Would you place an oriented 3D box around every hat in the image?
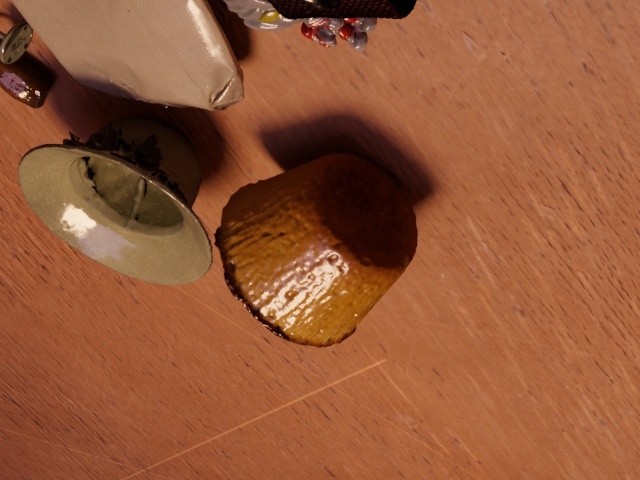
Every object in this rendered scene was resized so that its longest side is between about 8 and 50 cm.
[{"bbox_3d":[-0.221,-0.073,1.873,0.257,0.130,0.257,19,148,12],"label":"hat"}]

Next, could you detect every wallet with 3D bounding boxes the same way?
[{"bbox_3d":[-0.215,-0.246,1.678,0.335,0.068,0.275,9,142,39],"label":"wallet"}]

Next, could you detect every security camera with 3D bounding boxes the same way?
[{"bbox_3d":[-0.388,-0.250,1.825,0.092,0.058,0.058,33,152,15],"label":"security camera"}]

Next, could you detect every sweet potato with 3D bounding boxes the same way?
[{"bbox_3d":[-0.372,-0.203,1.872,0.117,0.049,0.049,36,149,-22],"label":"sweet potato"}]

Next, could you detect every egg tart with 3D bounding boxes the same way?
[{"bbox_3d":[0.000,0.000,1.762,0.215,0.215,0.171,37,135,-16],"label":"egg tart"}]

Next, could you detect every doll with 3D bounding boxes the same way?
[{"bbox_3d":[-0.030,-0.241,1.535,0.180,0.079,0.094,22,122,-4],"label":"doll"}]

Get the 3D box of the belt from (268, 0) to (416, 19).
[{"bbox_3d":[-0.006,-0.307,1.295,0.164,0.184,0.289,5,143,19],"label":"belt"}]
